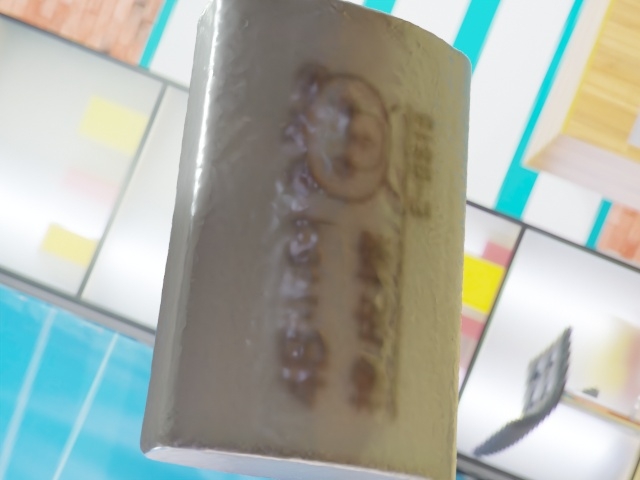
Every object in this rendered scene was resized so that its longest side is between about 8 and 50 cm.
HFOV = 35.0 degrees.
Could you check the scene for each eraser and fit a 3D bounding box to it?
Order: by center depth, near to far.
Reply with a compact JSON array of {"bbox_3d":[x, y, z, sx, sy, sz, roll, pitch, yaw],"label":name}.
[{"bbox_3d":[0.000,0.000,0.589,0.095,0.174,0.270,148,131,-62],"label":"eraser"}]
